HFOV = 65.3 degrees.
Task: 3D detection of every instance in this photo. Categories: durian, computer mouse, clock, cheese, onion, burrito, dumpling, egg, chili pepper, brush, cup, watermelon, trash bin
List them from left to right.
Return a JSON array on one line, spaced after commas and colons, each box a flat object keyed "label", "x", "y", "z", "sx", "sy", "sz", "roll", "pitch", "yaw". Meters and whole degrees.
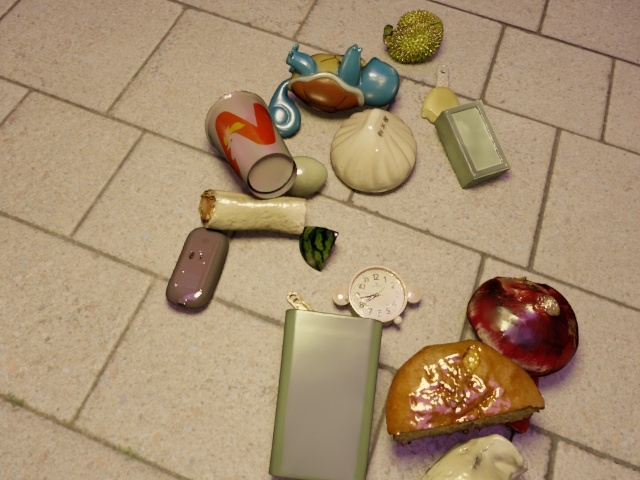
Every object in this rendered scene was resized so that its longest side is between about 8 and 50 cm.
[{"label": "computer mouse", "x": -0.314, "y": 0.069, "z": 1.286, "sx": 0.120, "sy": 0.057, "sz": 0.233, "roll": 11, "pitch": 60, "yaw": 3}, {"label": "burrito", "x": -0.187, "y": -0.077, "z": 1.330, "sx": 0.298, "sy": 0.143, "sz": 0.105, "roll": 4, "pitch": 99, "yaw": -3}, {"label": "cup", "x": -0.176, "y": -0.247, "z": 1.325, "sx": 0.202, "sy": 0.203, "sz": 0.288, "roll": -21, "pitch": 47, "yaw": -14}, {"label": "egg", "x": -0.054, "y": -0.179, "z": 1.394, "sx": 0.152, "sy": 0.114, "sz": 0.114, "roll": -9, "pitch": 65, "yaw": -13}, {"label": "brush", "x": -0.005, "y": 0.208, "z": 1.262, "sx": 0.082, "sy": 0.010, "sz": 0.218, "roll": -39, "pitch": 72, "yaw": -20}, {"label": "watermelon", "x": 0.000, "y": 0.000, "z": 1.342, "sx": 0.094, "sy": 0.125, "sz": 0.135, "roll": -8, "pitch": 40, "yaw": -40}, {"label": "trash bin", "x": 0.012, "y": 0.347, "z": 1.116, "sx": 0.222, "sy": 0.158, "sz": 0.344, "roll": 7, "pitch": 70, "yaw": 0}, {"label": "clock", "x": 0.144, "y": 0.146, "z": 1.277, "sx": 0.229, "sy": 0.063, "sz": 0.156, "roll": -3, "pitch": 67, "yaw": -2}, {"label": "durian", "x": 0.313, "y": -0.661, "z": 1.645, "sx": 0.198, "sy": 0.146, "sz": 0.159, "roll": -39, "pitch": 71, "yaw": -4}, {"label": "cheese", "x": 0.387, "y": -0.469, "z": 1.603, "sx": 0.127, "sy": 0.050, "sz": 0.256, "roll": 6, "pitch": 63, "yaw": -1}, {"label": "dumpling", "x": 0.318, "y": 0.570, "z": 1.047, "sx": 0.243, "sy": 0.187, "sz": 0.318, "roll": 44, "pitch": 72, "yaw": -26}, {"label": "chili pepper", "x": 0.486, "y": 0.379, "z": 1.189, "sx": 0.059, "sy": 0.051, "sz": 0.268, "roll": 25, "pitch": 63, "yaw": 13}, {"label": "onion", "x": 0.498, "y": 0.179, "z": 1.198, "sx": 0.271, "sy": 0.195, "sz": 0.272, "roll": 10, "pitch": 47, "yaw": -11}]

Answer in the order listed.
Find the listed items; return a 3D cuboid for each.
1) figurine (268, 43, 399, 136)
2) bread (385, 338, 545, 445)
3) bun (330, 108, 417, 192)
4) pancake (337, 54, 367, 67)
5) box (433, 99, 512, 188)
[{"label": "figurine", "x": 0.019, "y": -0.474, "z": 1.477, "sx": 0.415, "sy": 0.298, "sz": 0.243, "roll": -17, "pitch": 91, "yaw": 1}, {"label": "bread", "x": 0.299, "y": 0.330, "z": 1.116, "sx": 0.339, "sy": 0.194, "sz": 0.179, "roll": -12, "pitch": 58, "yaw": 1}, {"label": "bun", "x": 0.151, "y": -0.285, "z": 1.415, "sx": 0.262, "sy": 0.175, "sz": 0.263, "roll": -2, "pitch": 61, "yaw": 3}, {"label": "pancake", "x": 0.089, "y": -0.538, "z": 1.633, "sx": 0.199, "sy": 0.021, "sz": 0.200, "roll": 1, "pitch": 63, "yaw": -3}, {"label": "box", "x": 0.445, "y": -0.284, "z": 1.467, "sx": 0.129, "sy": 0.086, "sz": 0.225, "roll": -18, "pitch": 79, "yaw": -13}]
